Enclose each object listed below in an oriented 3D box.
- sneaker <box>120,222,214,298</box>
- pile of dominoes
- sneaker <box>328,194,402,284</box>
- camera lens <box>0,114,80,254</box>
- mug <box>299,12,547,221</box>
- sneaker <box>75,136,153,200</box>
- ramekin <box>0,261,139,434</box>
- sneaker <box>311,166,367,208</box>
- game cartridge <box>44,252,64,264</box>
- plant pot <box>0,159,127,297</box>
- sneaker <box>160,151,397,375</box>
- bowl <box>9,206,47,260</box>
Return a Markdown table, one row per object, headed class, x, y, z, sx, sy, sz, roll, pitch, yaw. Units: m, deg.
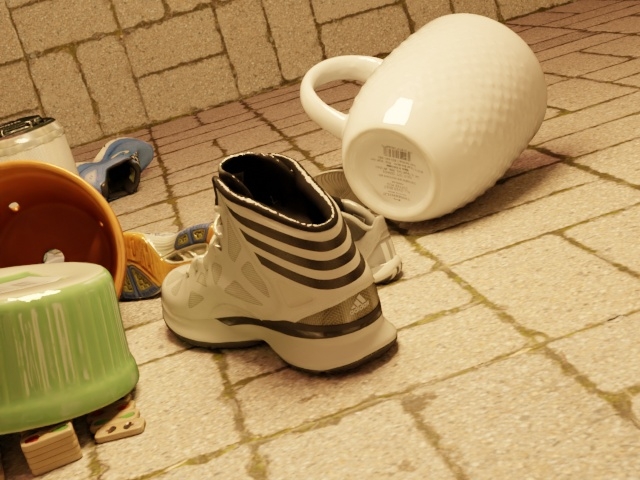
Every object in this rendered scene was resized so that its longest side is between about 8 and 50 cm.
| class | x | y | z | sx | sy | sz | roll | pitch | yaw |
| --- | --- | --- | --- | --- | --- | --- | --- | --- | --- |
| sneaker | -0.236 | 0.032 | 1.706 | 0.296 | 0.111 | 0.131 | -5 | 2 | 28 |
| pile of dominoes | -0.329 | 0.209 | 1.263 | 0.196 | 0.040 | 0.251 | -20 | 17 | -15 |
| sneaker | 0.000 | 0.000 | 1.490 | 0.229 | 0.132 | 0.086 | -8 | 18 | 23 |
| camera lens | -0.620 | -0.114 | 2.194 | 0.219 | 0.274 | 0.219 | -14 | 16 | 4 |
| mug | 0.144 | -0.204 | 1.703 | 0.374 | 0.276 | 0.328 | 26 | 42 | 17 |
| sneaker | -0.495 | -0.165 | 2.579 | 0.147 | 0.129 | 0.330 | 6 | 26 | 19 |
| ramekin | -0.384 | 0.122 | 1.272 | 0.303 | 0.148 | 0.303 | -6 | 8 | 1 |
| sneaker | 0.066 | -0.100 | 1.887 | 0.222 | 0.083 | 0.118 | -8 | 10 | -5 |
| game cartridge | -0.620 | 0.093 | 1.905 | 0.294 | 0.060 | 0.196 | -27 | 16 | -36 |
| plant pot | -0.428 | 0.031 | 1.585 | 0.291 | 0.290 | 0.203 | -16 | -1 | -1 |
| sneaker | -0.089 | 0.004 | 1.333 | 0.169 | 0.257 | 0.447 | -26 | 19 | -33 |
| bowl | -0.670 | 0.005 | 1.864 | 0.312 | 0.163 | 0.311 | -16 | 16 | 5 |
